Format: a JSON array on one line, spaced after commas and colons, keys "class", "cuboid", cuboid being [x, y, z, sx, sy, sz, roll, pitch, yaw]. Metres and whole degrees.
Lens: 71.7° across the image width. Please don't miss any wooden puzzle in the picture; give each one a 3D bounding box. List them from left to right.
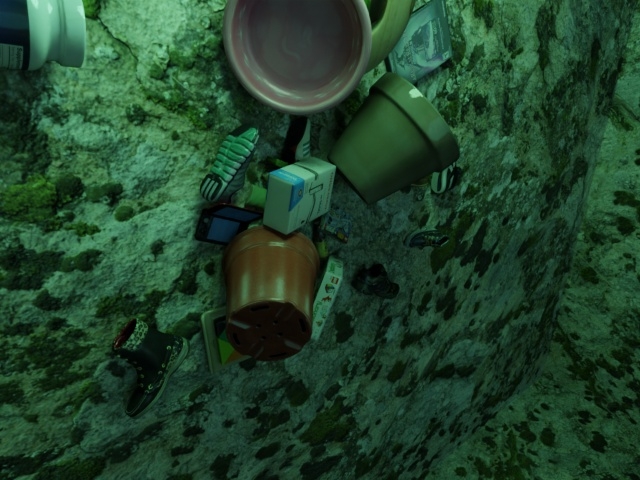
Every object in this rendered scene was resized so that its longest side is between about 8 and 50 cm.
[{"class": "wooden puzzle", "cuboid": [-0.234, 0.277, 1.334, 0.239, 0.044, 0.220, -20, 122, -32]}]

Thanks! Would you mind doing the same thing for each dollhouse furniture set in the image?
[{"class": "dollhouse furniture set", "cuboid": [-0.138, -0.147, 1.199, 0.076, 0.059, 0.151, 14, 101, -42]}]

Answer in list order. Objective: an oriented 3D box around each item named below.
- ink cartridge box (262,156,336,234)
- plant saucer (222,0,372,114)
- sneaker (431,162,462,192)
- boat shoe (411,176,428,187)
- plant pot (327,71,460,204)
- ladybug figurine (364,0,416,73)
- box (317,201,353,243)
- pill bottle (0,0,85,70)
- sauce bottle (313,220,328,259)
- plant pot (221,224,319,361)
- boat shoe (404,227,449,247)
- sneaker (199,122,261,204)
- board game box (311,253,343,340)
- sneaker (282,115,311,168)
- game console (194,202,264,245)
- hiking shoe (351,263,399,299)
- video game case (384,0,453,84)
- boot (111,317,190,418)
[{"class": "ink cartridge box", "cuboid": [-0.053, -0.124, 1.182, 0.203, 0.086, 0.148, -33, 141, -49]}, {"class": "plant saucer", "cuboid": [-0.050, -0.457, 1.004, 0.333, 0.084, 0.331, 4, 126, 6]}, {"class": "sneaker", "cuboid": [0.479, -0.289, 1.641, 0.121, 0.079, 0.216, -22, 131, -35]}, {"class": "boat shoe", "cuboid": [0.313, -0.220, 1.537, 0.178, 0.064, 0.060, -5, 115, -36]}, {"class": "plant pot", "cuboid": [0.184, -0.260, 1.272, 0.280, 0.323, 0.323, -42, 133, 4]}, {"class": "ladybug figurine", "cuboid": [0.074, -0.603, 1.033, 0.306, 0.161, 0.448, 14, 126, -1]}, {"class": "box", "cuboid": [0.049, -0.055, 1.395, 0.137, 0.027, 0.093, 30, 70, -49]}, {"class": "pill bottle", "cuboid": [-0.532, -0.357, 0.706, 0.265, 0.153, 0.153, -8, 115, -38]}, {"class": "sauce bottle", "cuboid": [0.000, 0.000, 1.396, 0.042, 0.042, 0.128, -25, 124, -29]}, {"class": "plant pot", "cuboid": [-0.127, 0.143, 1.133, 0.273, 0.265, 0.272, -3, 124, -4]}, {"class": "boat shoe", "cuboid": [0.415, -0.003, 1.713, 0.184, 0.083, 0.065, -16, 120, -34]}, {"class": "sneaker", "cuboid": [-0.214, -0.189, 1.121, 0.223, 0.083, 0.098, -55, 155, 0]}, {"class": "board game box", "cuboid": [0.012, 0.158, 1.339, 0.053, 0.305, 0.192, 21, 98, 0]}, {"class": "sneaker", "cuboid": [-0.055, -0.260, 1.227, 0.075, 0.057, 0.161, -3, 112, -57]}, {"class": "game console", "cuboid": [-0.233, -0.036, 1.154, 0.144, 0.085, 0.124, 14, 100, -42]}, {"class": "hiking shoe", "cuboid": [0.223, 0.146, 1.623, 0.227, 0.086, 0.114, 11, 106, -42]}, {"class": "video game case", "cuboid": [0.303, -0.604, 1.372, 0.274, 0.026, 0.196, -40, 131, -19]}, {"class": "boot", "cuboid": [-0.469, 0.324, 1.134, 0.236, 0.085, 0.178, -56, 132, -13]}]
